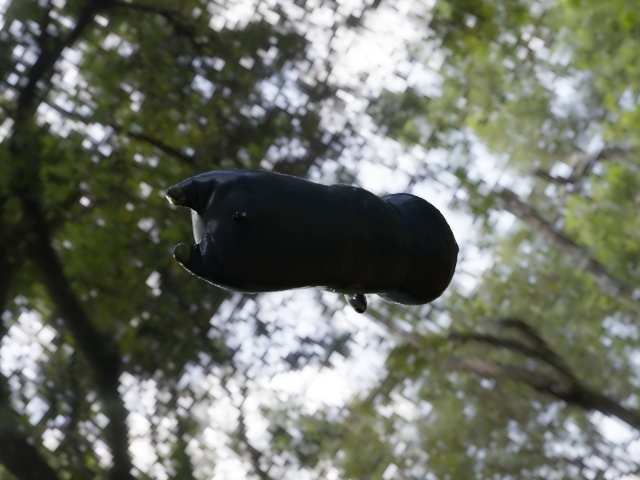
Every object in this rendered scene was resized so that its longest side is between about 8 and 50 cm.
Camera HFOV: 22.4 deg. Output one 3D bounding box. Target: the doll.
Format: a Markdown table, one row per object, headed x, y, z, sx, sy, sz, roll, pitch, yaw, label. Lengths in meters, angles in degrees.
| x | y | z | sx | sy | sz | roll | pitch | yaw | label |
| --- | --- | --- | --- | --- | --- | --- | --- | --- | --- |
| 0.000 | 0.000 | 0.475 | 0.125 | 0.027 | 0.037 | 7 | -108 | -50 | doll |
